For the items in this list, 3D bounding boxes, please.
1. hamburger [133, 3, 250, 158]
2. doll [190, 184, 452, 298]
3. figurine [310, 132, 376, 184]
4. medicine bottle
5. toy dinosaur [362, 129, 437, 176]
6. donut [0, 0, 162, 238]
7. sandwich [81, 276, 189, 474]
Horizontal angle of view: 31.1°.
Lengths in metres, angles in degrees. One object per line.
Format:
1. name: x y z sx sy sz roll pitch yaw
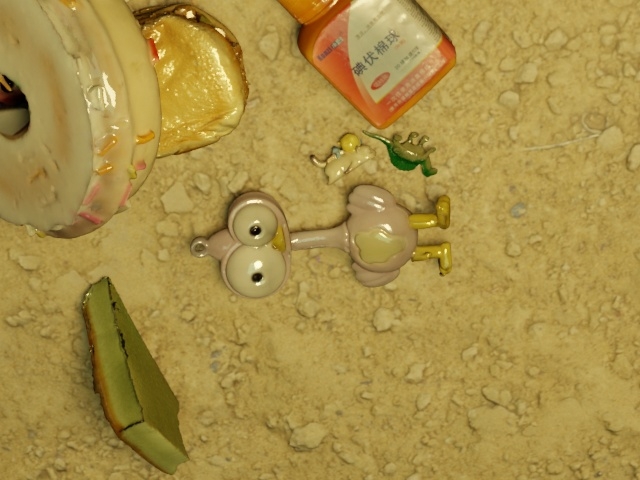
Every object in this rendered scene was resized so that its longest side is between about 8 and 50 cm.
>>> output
1. hamburger: -0.196 -0.206 1.513 0.213 0.108 0.214 -1 113 -2
2. doll: 0.000 0.000 1.614 0.365 0.094 0.160 -5 119 -1
3. figurine: 0.031 -0.116 1.594 0.083 0.047 0.051 -33 100 8
4. medicine bottle: 0.052 -0.271 1.485 0.149 0.112 0.222 -42 108 16
5. toy dinosaur: 0.112 -0.123 1.602 0.119 0.029 0.060 16 130 -5
6. donut: -0.336 -0.185 1.418 0.382 0.142 0.383 22 124 36
7. sandwich: -0.271 0.207 1.693 0.063 0.245 0.212 -22 147 4
